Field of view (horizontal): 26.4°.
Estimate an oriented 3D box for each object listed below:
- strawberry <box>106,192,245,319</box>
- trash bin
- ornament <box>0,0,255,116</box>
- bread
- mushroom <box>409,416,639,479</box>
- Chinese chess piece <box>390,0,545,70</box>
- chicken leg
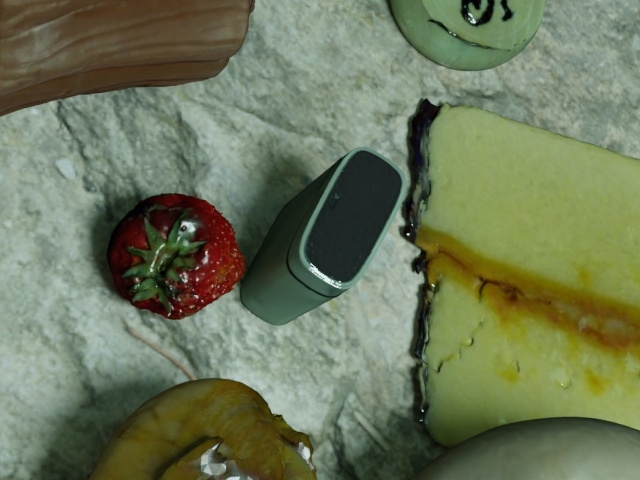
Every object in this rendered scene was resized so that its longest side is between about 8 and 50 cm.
[{"bbox_3d":[-0.107,0.013,1.033,0.106,0.106,0.106,7,71,-22],"label":"strawberry"},{"bbox_3d":[0.000,0.000,1.056,0.059,0.130,0.116,35,63,-11],"label":"trash bin"},{"bbox_3d":[-0.184,-0.197,1.005,0.218,0.235,0.221,-11,52,-32],"label":"ornament"},{"bbox_3d":[0.249,0.109,1.195,0.405,0.242,0.345,13,69,16],"label":"bread"},{"bbox_3d":[0.175,0.281,0.939,0.298,0.297,0.290,22,33,-17],"label":"mushroom"},{"bbox_3d":[0.132,-0.223,1.226,0.144,0.058,0.144,7,72,-22],"label":"Chinese chess piece"},{"bbox_3d":[-0.092,0.313,0.915,0.295,0.182,0.409,43,65,-25],"label":"chicken leg"}]
